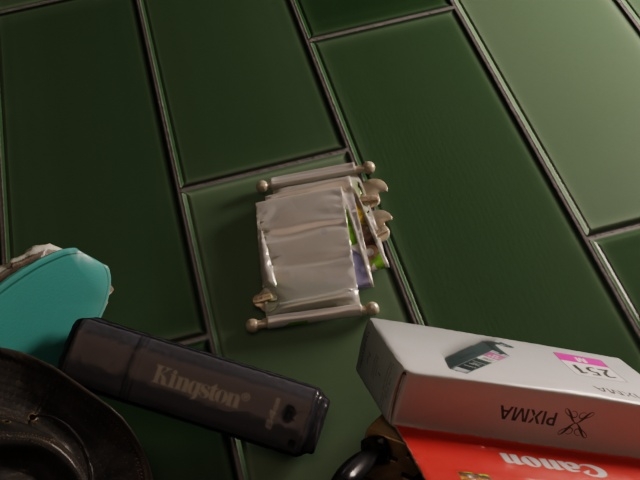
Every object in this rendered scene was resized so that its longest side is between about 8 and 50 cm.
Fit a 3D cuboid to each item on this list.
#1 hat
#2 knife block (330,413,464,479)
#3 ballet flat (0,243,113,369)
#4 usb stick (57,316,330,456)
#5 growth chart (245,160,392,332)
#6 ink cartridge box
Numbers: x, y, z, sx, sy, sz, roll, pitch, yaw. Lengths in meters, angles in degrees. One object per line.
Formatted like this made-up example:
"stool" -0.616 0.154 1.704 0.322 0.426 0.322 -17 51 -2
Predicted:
"hat" -0.295 0.228 0.768 0.332 0.134 0.331 7 68 -18
"knife block" 0.084 0.189 0.773 0.088 0.242 0.275 19 57 18
"ballet flat" -0.379 0.159 0.919 0.147 0.147 0.409 20 57 19
"usb stick" -0.131 0.148 0.924 0.278 0.045 0.077 17 65 6
"growth chart" 0.000 0.000 1.064 0.172 0.021 0.237 -3 53 2
"ink cartridge box" 0.189 0.151 0.774 0.275 0.060 0.239 10 12 -14
